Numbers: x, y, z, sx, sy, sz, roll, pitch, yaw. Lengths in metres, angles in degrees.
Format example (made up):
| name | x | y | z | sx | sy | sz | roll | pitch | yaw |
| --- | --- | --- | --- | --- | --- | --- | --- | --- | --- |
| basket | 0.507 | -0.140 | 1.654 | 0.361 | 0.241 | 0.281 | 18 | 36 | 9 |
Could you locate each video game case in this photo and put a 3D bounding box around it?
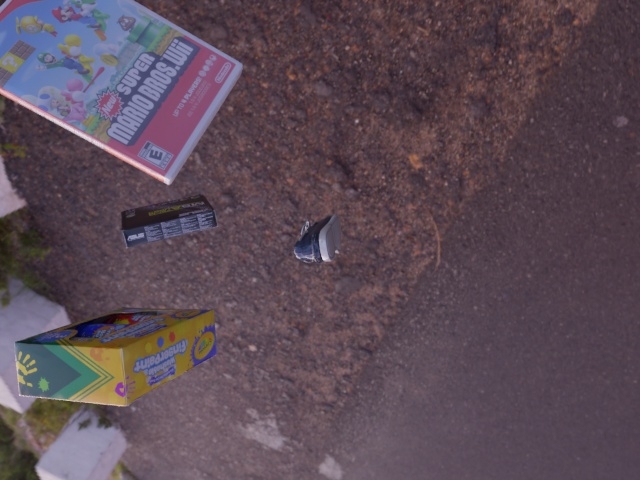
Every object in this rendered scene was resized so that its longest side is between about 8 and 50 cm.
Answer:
| name | x | y | z | sx | sy | sz | roll | pitch | yaw |
| --- | --- | --- | --- | --- | --- | --- | --- | --- | --- |
| video game case | -0.269 | -0.222 | 0.713 | 0.285 | 0.204 | 0.025 | 29 | 156 | -7 |

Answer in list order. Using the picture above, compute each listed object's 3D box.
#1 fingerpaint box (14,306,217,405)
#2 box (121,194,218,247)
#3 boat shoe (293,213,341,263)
| name | x | y | z | sx | sy | sz | roll | pitch | yaw |
| --- | --- | --- | --- | --- | --- | --- | --- | --- | --- |
| fingerpaint box | -0.582 | 0.319 | 1.654 | 0.370 | 0.444 | 0.163 | -1 | 96 | 21 |
| box | -0.330 | -0.047 | 1.204 | 0.190 | 0.184 | 0.045 | -14 | 107 | -15 |
| boat shoe | 0.000 | 0.000 | 1.219 | 0.079 | 0.254 | 0.095 | -6 | 104 | 11 |
